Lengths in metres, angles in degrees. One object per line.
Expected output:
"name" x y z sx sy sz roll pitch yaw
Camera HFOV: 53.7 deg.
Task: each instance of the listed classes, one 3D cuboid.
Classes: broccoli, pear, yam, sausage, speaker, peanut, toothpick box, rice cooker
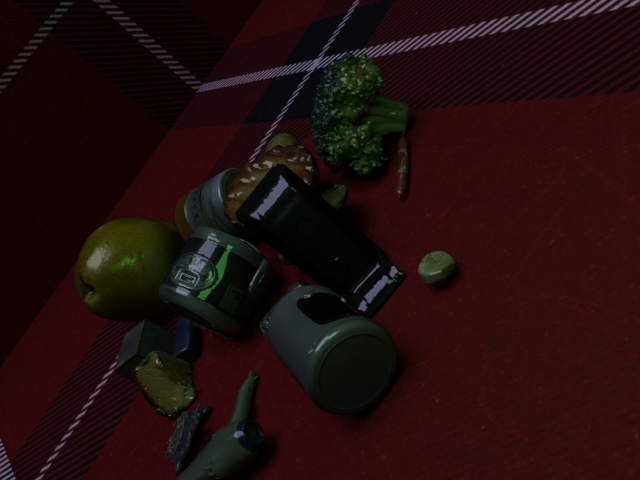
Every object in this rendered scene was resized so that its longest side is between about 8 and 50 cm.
"broccoli" 0.113 -0.366 1.851 0.293 0.280 0.348 -93 11 -74
"pear" -0.661 0.099 2.232 0.362 0.362 0.418 -20 12 39
"yam" -0.088 0.185 1.682 0.179 0.078 0.078 -49 31 8
"sausage" 0.225 -0.203 1.735 0.034 0.034 0.253 -26 38 34
"speaker" 0.000 0.000 1.525 0.180 0.388 0.184 -51 14 0
"peanut" -0.132 -0.235 2.121 0.147 0.147 0.319 -22 43 38
"toothpick box" 0.003 0.232 1.400 0.229 0.229 0.316 -52 29 -3
"rice cooker" -0.295 0.114 1.831 0.288 0.288 0.277 4 59 53

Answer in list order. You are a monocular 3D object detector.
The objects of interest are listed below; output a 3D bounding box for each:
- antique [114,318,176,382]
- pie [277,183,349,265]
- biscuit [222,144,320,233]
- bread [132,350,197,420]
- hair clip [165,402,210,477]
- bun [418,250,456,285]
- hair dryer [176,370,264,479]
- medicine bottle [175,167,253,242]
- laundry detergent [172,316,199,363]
"antique" -0.553 0.367 2.010 0.148 0.146 0.152 -34 33 27
"pie" -0.022 -0.049 1.744 0.277 0.078 0.277 -54 3 4
"biscuit" -0.140 -0.148 1.917 0.325 0.107 0.326 -18 44 19
"bread" -0.444 0.422 1.832 0.140 0.169 0.160 -43 47 9
"hair clip" -0.363 0.520 1.697 0.187 0.056 0.146 -60 26 -11
"bun" 0.258 0.065 1.391 0.086 0.055 0.086 -22 35 17
"hair dryer" -0.248 0.498 1.561 0.296 0.119 0.298 -48 15 10
"medicine bottle" -0.326 -0.094 2.117 0.232 0.238 0.238 -27 38 33
"laundry detergent" -0.421 0.297 1.999 0.096 0.061 0.206 -45 30 25
